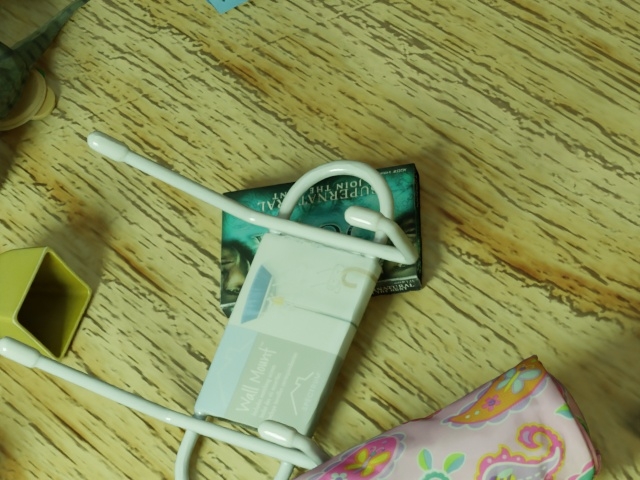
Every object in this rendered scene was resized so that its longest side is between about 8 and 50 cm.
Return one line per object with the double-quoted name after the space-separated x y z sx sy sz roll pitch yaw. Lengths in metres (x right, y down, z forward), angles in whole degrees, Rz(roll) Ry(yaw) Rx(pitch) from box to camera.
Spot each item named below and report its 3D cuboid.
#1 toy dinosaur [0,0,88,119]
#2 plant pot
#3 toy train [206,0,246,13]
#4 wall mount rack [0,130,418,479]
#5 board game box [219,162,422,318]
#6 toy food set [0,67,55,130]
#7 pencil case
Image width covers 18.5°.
-0.335 -0.177 1.955 0.118 0.064 0.268 17 42 8 "toy dinosaur"
-0.278 0.056 1.817 0.083 0.081 0.081 5 60 33 "plant pot"
-0.094 -0.323 1.996 0.105 0.080 0.184 -25 54 9 "toy train"
-0.091 0.055 1.699 0.304 0.130 0.350 14 73 27 "wall mount rack"
0.000 0.000 1.790 0.186 0.026 0.126 -9 56 13 "board game box"
-0.313 -0.144 1.989 0.083 0.020 0.082 -31 54 -2 "toy food set"
0.084 0.203 1.582 0.284 0.124 0.124 -28 54 0 "pencil case"
